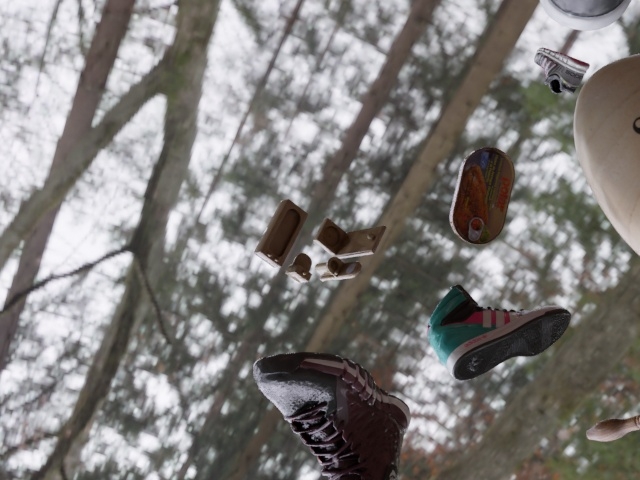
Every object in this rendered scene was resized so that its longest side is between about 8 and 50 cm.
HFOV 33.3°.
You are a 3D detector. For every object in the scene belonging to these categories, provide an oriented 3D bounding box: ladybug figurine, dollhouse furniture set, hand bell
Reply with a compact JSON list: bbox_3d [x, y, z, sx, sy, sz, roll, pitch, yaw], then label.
[{"bbox_3d":[0.514,-0.074,1.309,0.449,0.162,0.305,28,-117,-21],"label":"ladybug figurine"},{"bbox_3d":[0.000,0.000,1.875,0.151,0.123,0.144,38,-115,-25],"label":"dollhouse furniture set"},{"bbox_3d":[0.559,0.318,1.881,0.126,0.242,0.126,13,-115,-29],"label":"hand bell"}]

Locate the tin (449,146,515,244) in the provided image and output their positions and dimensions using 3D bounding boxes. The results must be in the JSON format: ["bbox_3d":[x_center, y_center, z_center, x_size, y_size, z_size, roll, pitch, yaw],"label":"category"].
[{"bbox_3d":[0.313,-0.086,2.069,0.106,0.189,0.040,13,-179,-5],"label":"tin"}]

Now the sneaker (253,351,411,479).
[{"bbox_3d":[0.023,0.238,1.241,0.281,0.106,0.162,34,-131,-46],"label":"sneaker"}]

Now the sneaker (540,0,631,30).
[{"bbox_3d":[0.248,-0.321,0.825,0.105,0.147,0.295,18,-108,9],"label":"sneaker"}]

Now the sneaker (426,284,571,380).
[{"bbox_3d":[0.321,0.154,2.054,0.296,0.123,0.178,-15,-138,-29],"label":"sneaker"}]

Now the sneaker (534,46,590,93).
[{"bbox_3d":[0.455,-0.324,2.066,0.063,0.074,0.170,16,-167,-22],"label":"sneaker"}]
